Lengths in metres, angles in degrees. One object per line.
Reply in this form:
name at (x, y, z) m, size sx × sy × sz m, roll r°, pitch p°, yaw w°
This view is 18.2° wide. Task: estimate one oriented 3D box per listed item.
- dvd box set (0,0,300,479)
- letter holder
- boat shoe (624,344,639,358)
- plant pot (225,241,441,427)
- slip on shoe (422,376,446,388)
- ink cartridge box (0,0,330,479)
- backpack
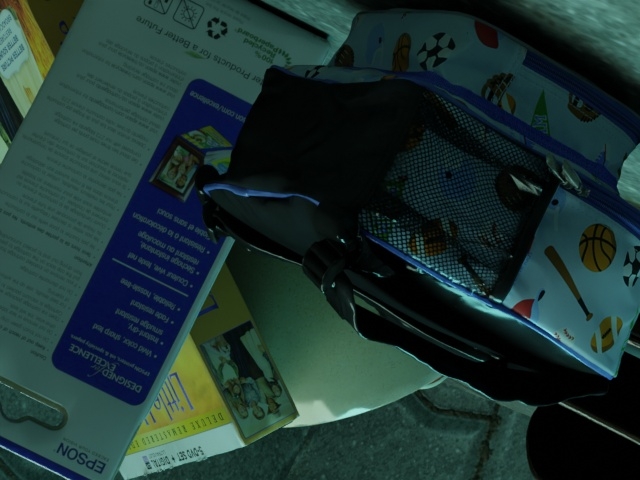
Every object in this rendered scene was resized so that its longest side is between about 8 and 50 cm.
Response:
dvd box set at (-0.188, -0.009, 1.670) m, size 0.420 × 0.062 × 0.307 m, roll 64°, pitch 154°, yaw -1°
letter holder at (0.232, 0.113, 1.699) m, size 0.214 × 0.152 × 0.302 m, roll 27°, pitch -169°, yaw 4°
boat shoe at (0.226, 0.087, 2.106) m, size 0.319 × 0.099 × 0.116 m, roll 24°, pitch 177°, yaw 17°
plant pot at (0.000, 0.000, 1.703) m, size 0.284 × 0.284 × 0.191 m, roll 16°, pitch 135°, yaw 55°
slip on shoe at (0.057, 0.040, 2.073) m, size 0.101 × 0.123 × 0.331 m, roll 6°, pitch 141°, yaw 44°
ink cartridge box at (-0.152, -0.019, 1.456) m, size 0.176 × 0.371 × 0.069 m, roll 27°, pitch 173°, yaw -6°
backpack at (0.089, -0.019, 1.268) m, size 0.263 × 0.213 × 0.276 m, roll 36°, pitch 176°, yaw -22°
